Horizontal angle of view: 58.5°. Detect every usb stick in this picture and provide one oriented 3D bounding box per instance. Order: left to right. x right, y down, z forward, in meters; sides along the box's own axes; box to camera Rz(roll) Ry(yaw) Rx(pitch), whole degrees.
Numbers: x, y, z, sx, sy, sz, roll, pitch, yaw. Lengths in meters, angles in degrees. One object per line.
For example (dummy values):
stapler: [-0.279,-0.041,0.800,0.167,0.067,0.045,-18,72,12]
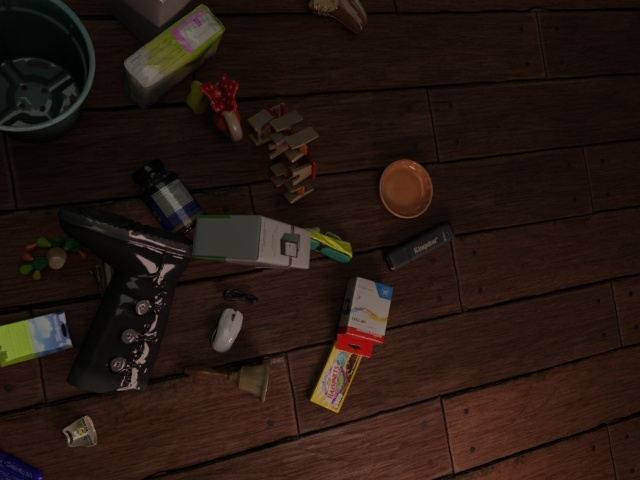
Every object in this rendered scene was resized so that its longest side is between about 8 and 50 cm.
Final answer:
usb stick: [0.335,0.019,1.930,0.278,0.045,0.077,-26,94,-19]

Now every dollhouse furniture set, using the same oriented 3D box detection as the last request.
dollhouse furniture set: [-0.094,-0.288,1.706,0.135,0.262,0.259,-31,65,-20]

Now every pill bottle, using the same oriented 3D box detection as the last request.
pill bottle: [-0.434,-0.120,1.630,0.123,0.123,0.219,-38,98,-18]

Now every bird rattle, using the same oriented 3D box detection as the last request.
bird rattle: [-0.273,-0.384,1.652,0.143,0.253,0.207,-33,121,-18]

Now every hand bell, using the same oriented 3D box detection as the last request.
hand bell: [-0.276,0.398,1.678,0.242,0.126,0.126,9,83,-5]

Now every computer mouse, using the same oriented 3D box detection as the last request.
computer mouse: [-0.265,0.243,1.707,0.106,0.042,0.193,22,79,-18]

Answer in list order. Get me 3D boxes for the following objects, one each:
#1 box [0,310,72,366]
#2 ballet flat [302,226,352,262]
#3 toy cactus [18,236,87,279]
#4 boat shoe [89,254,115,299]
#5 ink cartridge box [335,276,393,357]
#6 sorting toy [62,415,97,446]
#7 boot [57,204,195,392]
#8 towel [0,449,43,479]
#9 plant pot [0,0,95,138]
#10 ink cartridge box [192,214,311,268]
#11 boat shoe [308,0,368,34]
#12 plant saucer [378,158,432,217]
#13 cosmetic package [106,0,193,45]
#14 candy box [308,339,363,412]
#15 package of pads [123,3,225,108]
box: [-0.767,0.260,1.530,0.178,0.042,0.109,-13,92,-20]
ballet flat: [0.000,0.000,1.808,0.231,0.077,0.077,22,58,-19]
toy cactus: [-0.694,0.040,1.508,0.219,0.180,0.112,-25,115,-14]
boat shoe: [-0.589,0.092,1.593,0.095,0.095,0.257,2,93,16]
ink cartridge box: [0.138,0.245,1.817,0.134,0.078,0.231,17,74,-18]
sorting toy: [-0.657,0.524,1.554,0.075,0.045,0.083,-19,93,-12]
boot: [-0.555,0.165,1.472,0.367,0.146,0.445,20,96,-35]
towel: [-0.903,0.621,1.441,0.308,0.076,0.227,37,75,-13]
plant pot: [-0.741,-0.400,1.430,0.341,0.334,0.341,2,85,-20]
ink cartridge box: [-0.182,0.009,1.595,0.211,0.289,0.121,1,84,25]
boat shoe: [0.009,-0.781,1.841,0.324,0.122,0.120,43,79,-3]
plant saucer: [0.284,-0.173,1.930,0.200,0.037,0.200,1,87,-18]
cosmetic package: [-0.456,-0.670,1.531,0.197,0.365,0.155,44,74,-12]
candy box: [0.050,0.430,1.813,0.105,0.027,0.206,27,78,-12]
package of pads: [-0.414,-0.511,1.608,0.296,0.229,0.101,-44,100,-16]
